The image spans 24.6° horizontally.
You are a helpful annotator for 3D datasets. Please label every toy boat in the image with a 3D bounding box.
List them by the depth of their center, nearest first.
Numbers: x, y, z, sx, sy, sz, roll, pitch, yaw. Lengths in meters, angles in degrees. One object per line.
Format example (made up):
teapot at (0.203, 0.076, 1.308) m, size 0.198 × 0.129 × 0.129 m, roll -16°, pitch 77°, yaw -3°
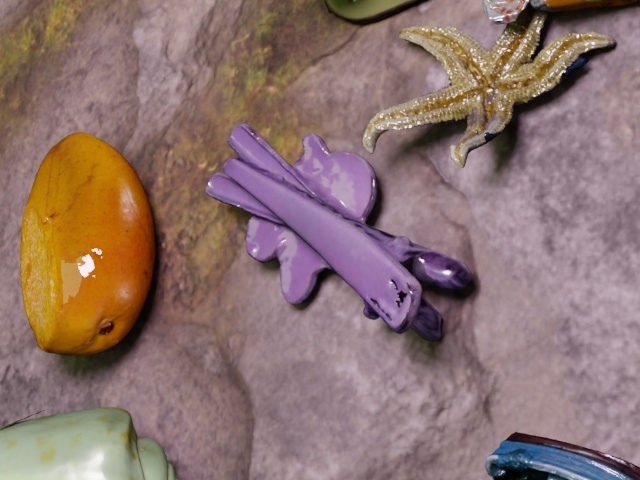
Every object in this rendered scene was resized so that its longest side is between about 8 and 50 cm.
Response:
toy boat at (0.179, 0.180, 1.040) m, size 0.137 × 0.060 × 0.061 m, roll 14°, pitch 66°, yaw 30°

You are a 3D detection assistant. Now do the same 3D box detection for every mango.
mango at (-0.212, 0.000, 1.337) m, size 0.141 × 0.102 × 0.217 m, roll -39°, pitch 52°, yaw 47°

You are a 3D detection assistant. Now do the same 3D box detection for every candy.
candy at (0.214, -0.201, 1.124) m, size 0.182 × 0.046 × 0.053 m, roll -7°, pitch 83°, yaw 17°

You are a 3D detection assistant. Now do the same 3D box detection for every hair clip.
hair clip at (0.012, 0.003, 1.196) m, size 0.278 × 0.090 × 0.137 m, roll 40°, pitch 113°, yaw 43°

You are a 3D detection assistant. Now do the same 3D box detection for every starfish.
starfish at (0.120, -0.137, 1.170) m, size 0.208 × 0.053 × 0.176 m, roll -39°, pitch 49°, yaw -8°

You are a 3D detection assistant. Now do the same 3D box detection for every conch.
conch at (-0.236, 0.211, 1.245) m, size 0.250 × 0.143 × 0.137 m, roll -5°, pitch 118°, yaw 14°

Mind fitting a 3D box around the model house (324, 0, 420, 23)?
model house at (0.014, -0.334, 1.166) m, size 0.204 × 0.278 × 0.218 m, roll -21°, pitch 67°, yaw 26°
